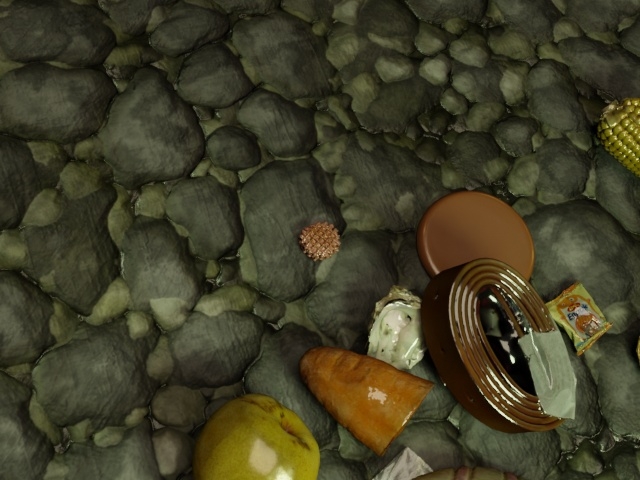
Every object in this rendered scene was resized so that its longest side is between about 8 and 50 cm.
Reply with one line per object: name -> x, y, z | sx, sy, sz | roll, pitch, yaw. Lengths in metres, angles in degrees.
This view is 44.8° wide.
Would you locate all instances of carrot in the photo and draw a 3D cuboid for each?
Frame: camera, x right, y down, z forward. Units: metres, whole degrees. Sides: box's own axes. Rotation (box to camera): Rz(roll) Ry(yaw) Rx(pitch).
carrot -> 0.066, 0.260, 1.369 | 0.225, 0.159, 0.159 | 31, 66, 16

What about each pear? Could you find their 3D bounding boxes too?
pear -> -0.111, 0.363, 1.257 | 0.208, 0.209, 0.209 | 4, 68, -9

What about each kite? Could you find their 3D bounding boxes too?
kite -> 0.211, 0.509, 1.325 | 0.310, 0.015, 0.169 | 36, 68, 18

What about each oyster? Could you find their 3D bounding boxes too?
oyster -> 0.158, 0.165, 1.458 | 0.191, 0.081, 0.163 | -4, 95, -19

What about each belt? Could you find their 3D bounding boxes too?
belt -> 0.323, 0.197, 1.405 | 0.217, 0.122, 0.339 | -31, 90, -24

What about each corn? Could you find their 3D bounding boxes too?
corn -> 0.757, -0.162, 1.654 | 0.387, 0.144, 0.144 | 42, 67, 10

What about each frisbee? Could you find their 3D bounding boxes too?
frisbee -> 0.317, 0.010, 1.572 | 0.250, 0.021, 0.251 | 4, 66, -8

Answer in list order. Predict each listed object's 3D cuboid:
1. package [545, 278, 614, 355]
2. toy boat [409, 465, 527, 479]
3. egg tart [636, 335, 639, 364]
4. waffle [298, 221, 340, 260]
package -> 0.513, 0.152, 1.541 | 0.108, 0.031, 0.121 | -31, 76, -20
toy boat -> 0.306, 0.453, 1.289 | 0.293, 0.111, 0.276 | 35, 26, 32
egg tart -> 0.675, 0.227, 1.531 | 0.128, 0.049, 0.129 | 4, 73, -12
waffle -> 0.000, 0.000, 1.514 | 0.083, 0.029, 0.075 | -12, 71, -17
